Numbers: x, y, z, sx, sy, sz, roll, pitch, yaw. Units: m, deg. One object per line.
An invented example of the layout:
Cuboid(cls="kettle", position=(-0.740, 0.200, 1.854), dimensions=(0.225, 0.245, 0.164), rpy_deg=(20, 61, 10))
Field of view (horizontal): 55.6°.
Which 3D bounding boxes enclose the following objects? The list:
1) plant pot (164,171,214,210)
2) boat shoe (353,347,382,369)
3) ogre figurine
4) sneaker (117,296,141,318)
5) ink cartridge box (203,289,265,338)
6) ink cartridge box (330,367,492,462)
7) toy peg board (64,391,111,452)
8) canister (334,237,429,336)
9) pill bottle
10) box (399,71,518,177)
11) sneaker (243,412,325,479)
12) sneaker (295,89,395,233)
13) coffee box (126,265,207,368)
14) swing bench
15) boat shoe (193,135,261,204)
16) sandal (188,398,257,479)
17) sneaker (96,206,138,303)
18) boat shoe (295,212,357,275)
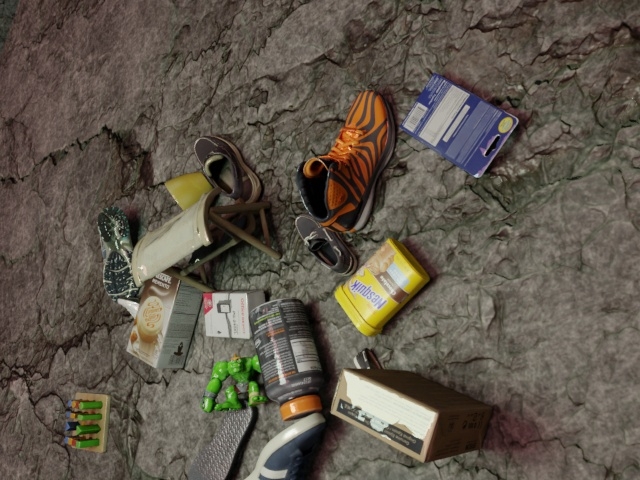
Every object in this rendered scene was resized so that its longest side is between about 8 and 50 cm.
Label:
Cuboid(cls="plant pot", position=(-0.334, -0.127, 1.613), dimensions=(0.095, 0.134, 0.134), rpy_deg=(-37, 57, -4))
Cuboid(cls="boat shoe", position=(0.113, 0.274, 1.230), dimensions=(0.038, 0.046, 0.125), rpy_deg=(-52, 47, 22))
Cuboid(cls="ogre figurine", position=(-0.184, 0.328, 1.407), dimensions=(0.196, 0.096, 0.118), rpy_deg=(-22, 59, 24))
Cuboid(cls="sneaker", position=(-0.514, 0.198, 1.706), dimensions=(0.152, 0.053, 0.061), rpy_deg=(15, 99, 26))
Cuboid(cls="ink cartridge box", position=(-0.208, 0.177, 1.469), dimensions=(0.150, 0.063, 0.109), rpy_deg=(-4, 90, 37))
Cuboid(cls="ink cartridge box", position=(0.164, 0.298, 1.063), dimensions=(0.193, 0.234, 0.088), rpy_deg=(16, 89, 39))
Cuboid(cls="toy peg board", position=(-0.698, 0.530, 1.770), dimensions=(0.160, 0.079, 0.162), rpy_deg=(-7, 76, 36))
Cuboid(cls="canister", position=(0.126, 0.094, 1.239), dimensions=(0.170, 0.073, 0.126), rpy_deg=(-48, 57, 18))
Cuboid(cls="pill bottle", position=(-0.069, 0.260, 1.315), dimensions=(0.130, 0.130, 0.246), rpy_deg=(-30, 63, 29))
Cuboid(cls="box", position=(0.276, -0.229, 1.213), dimensions=(0.225, 0.036, 0.137), rpy_deg=(44, 107, 36))
Cuboid(cls="sneaker", position=(-0.072, 0.518, 1.278), dimensions=(0.148, 0.131, 0.350), rpy_deg=(46, 114, 27))
Cuboid(cls="sneaker", position=(0.053, -0.180, 1.282), dimensions=(0.124, 0.180, 0.322), rpy_deg=(8, 85, 38))
Cuboid(cls="coffee box", position=(-0.406, 0.197, 1.604), dimensions=(0.141, 0.098, 0.247), rpy_deg=(15, 90, 38))
Cuboid(cls="swing bench", position=(-0.277, 0.003, 1.448), dimensions=(0.253, 0.254, 0.165), rpy_deg=(-28, 65, 30))
Cuboid(cls="boat shoe", position=(-0.259, -0.194, 1.577), dimensions=(0.103, 0.092, 0.285), rpy_deg=(-53, 55, 17))
Cuboid(cls="sandal", position=(-0.221, 0.496, 1.439), dimensions=(0.097, 0.054, 0.255), rpy_deg=(34, 92, 29))
Cuboid(cls="sneaker", position=(-0.592, 0.045, 1.793), dimensions=(0.122, 0.110, 0.283), rpy_deg=(170, 93, -71))
Cuboid(cls="boat shoe", position=(0.000, 0.000, 1.358), dimensions=(0.206, 0.065, 0.075), rpy_deg=(46, 109, 34))
